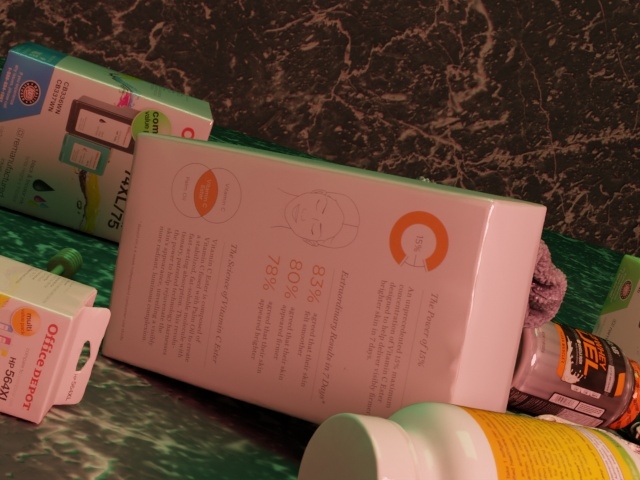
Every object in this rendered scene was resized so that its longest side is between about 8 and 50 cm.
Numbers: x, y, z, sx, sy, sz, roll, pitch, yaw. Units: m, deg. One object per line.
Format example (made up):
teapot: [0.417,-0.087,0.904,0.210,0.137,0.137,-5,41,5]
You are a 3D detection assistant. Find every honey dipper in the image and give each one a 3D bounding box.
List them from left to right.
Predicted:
honey dipper: [-0.281,0.039,1.106,0.030,0.031,0.161,20,13,0]

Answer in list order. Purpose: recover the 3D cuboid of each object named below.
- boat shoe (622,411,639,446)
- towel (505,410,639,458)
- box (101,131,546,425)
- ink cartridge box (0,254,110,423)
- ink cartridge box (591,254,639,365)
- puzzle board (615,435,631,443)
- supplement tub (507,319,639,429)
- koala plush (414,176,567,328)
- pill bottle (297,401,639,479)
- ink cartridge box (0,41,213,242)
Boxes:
boat shoe: [0.422,0.231,1.334,0.065,0.075,0.206,14,16,-46]
towel: [0.319,0.220,1.031,0.312,0.056,0.324,21,-5,3]
box: [0.001,0.037,0.977,0.345,0.215,0.168,13,7,26]
ink cartridge box: [-0.244,0.071,0.832,0.143,0.092,0.090,19,11,-4]
ink cartridge box: [0.498,0.159,1.492,0.114,0.198,0.273,16,11,-19]
puzzle board: [0.342,0.248,1.262,0.128,0.011,0.096,13,12,-32]
supplement tub: [0.293,0.162,1.304,0.190,0.117,0.117,19,10,-24]
koala plush: [0.144,0.086,1.187,0.196,0.221,0.203,29,-9,45]
pill bottle: [0.111,0.190,0.773,0.245,0.136,0.136,14,12,-31]
ink cartridge box: [-0.301,-0.126,1.446,0.270,0.198,0.197,18,10,-11]
